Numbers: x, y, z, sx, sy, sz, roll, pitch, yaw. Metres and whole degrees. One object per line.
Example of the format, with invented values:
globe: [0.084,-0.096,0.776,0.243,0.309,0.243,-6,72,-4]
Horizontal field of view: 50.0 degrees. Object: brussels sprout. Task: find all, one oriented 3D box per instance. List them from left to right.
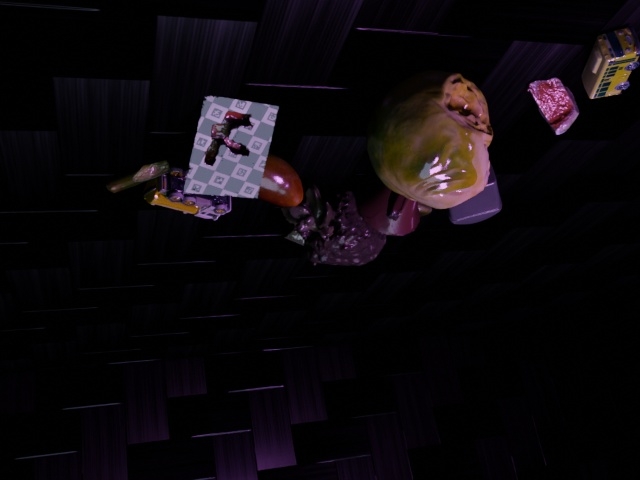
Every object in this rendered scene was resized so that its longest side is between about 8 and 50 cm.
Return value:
brussels sprout: [0.271,-0.232,1.634,0.344,0.268,0.344,-2,117,-3]

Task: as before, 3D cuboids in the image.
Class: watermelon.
watermelon: [0.605,-0.372,1.792,0.098,0.121,0.158,-37,103,19]

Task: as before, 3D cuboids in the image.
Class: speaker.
speaker: [0.210,-0.152,1.915,0.259,0.198,0.329,-34,162,-26]

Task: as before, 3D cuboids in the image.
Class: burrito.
burrito: [0.000,0.000,2.260,0.226,0.087,0.060,26,-174,-11]

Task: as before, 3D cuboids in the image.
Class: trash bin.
trash bin: [0.481,-0.143,2.187,0.177,0.101,0.236,-14,154,12]

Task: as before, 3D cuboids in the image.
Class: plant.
plant: [0.032,-0.043,2.081,0.215,0.213,0.312,-25,154,34]

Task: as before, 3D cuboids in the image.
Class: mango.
mango: [-0.154,-0.175,1.821,0.268,0.111,0.133,25,144,-29]

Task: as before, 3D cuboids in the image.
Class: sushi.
sushi: [-0.225,-0.234,1.691,0.193,0.043,0.279,4,129,-19]

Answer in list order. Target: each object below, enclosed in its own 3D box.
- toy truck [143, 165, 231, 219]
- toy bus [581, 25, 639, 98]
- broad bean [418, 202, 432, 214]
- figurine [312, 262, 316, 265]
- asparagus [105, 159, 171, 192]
toy truck: [-0.362,-0.125,1.880,0.227,0.098,0.114,15,150,-40]
toy bus: [0.697,-0.424,1.652,0.101,0.088,0.175,-10,158,3]
broad bean: [0.278,-0.100,2.252,0.153,0.072,0.207,8,162,-30]
figurine: [0.056,0.024,2.381,0.137,0.111,0.229,-22,167,38]
asparagus: [-0.478,-0.168,1.802,0.178,0.041,0.045,-18,148,15]
